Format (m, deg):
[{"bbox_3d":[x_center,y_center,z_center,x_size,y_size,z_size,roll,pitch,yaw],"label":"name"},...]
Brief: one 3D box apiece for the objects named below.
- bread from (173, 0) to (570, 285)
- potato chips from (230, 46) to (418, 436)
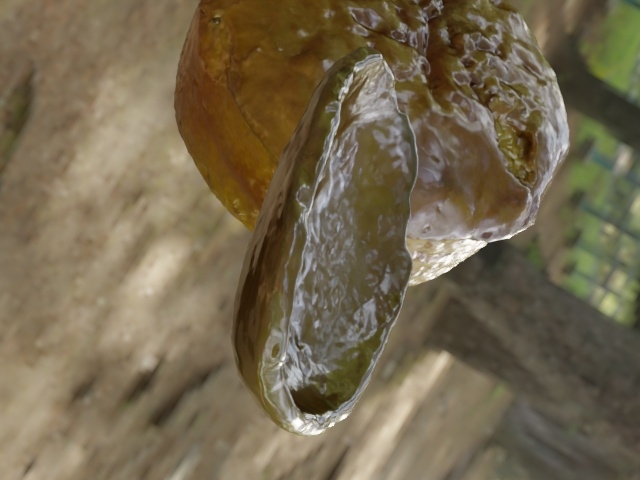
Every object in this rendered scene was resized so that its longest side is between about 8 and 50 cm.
[{"bbox_3d":[0.040,-0.102,1.423,0.172,0.312,0.312,-51,178,43],"label":"bread"},{"bbox_3d":[0.000,0.000,0.845,0.201,0.049,0.150,-63,155,-43],"label":"potato chips"}]
